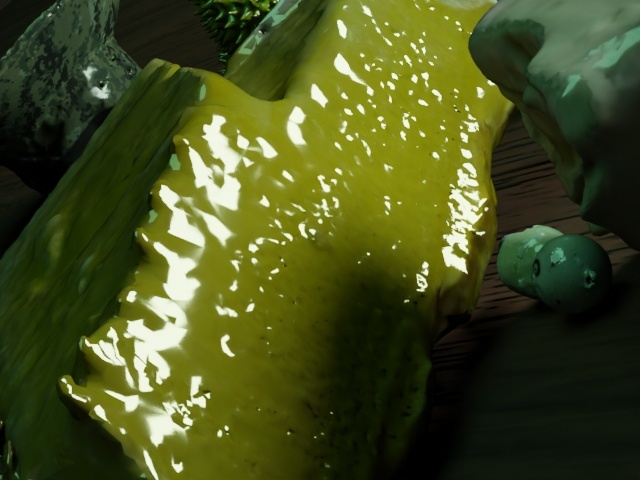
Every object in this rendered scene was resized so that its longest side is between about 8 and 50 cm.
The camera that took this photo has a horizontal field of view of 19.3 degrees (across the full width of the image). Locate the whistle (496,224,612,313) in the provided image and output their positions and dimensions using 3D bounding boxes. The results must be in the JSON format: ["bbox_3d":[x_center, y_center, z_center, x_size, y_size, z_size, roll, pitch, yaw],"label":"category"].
[{"bbox_3d":[0.100,0.011,0.832,0.035,0.035,0.100,-39,16,-8],"label":"whistle"}]

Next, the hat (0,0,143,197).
[{"bbox_3d":[-0.209,-0.106,1.581,0.265,0.128,0.265,-45,5,5],"label":"hat"}]

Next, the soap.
[{"bbox_3d":[0.000,0.000,0.810,0.304,0.169,0.338,-51,18,0],"label":"soap"}]

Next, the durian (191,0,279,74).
[{"bbox_3d":[-0.013,-0.165,1.303,0.146,0.159,0.198,-26,21,-3],"label":"durian"}]

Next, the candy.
[{"bbox_3d":[0.172,-0.069,0.730,0.195,0.137,0.185,-33,17,4],"label":"candy"}]
